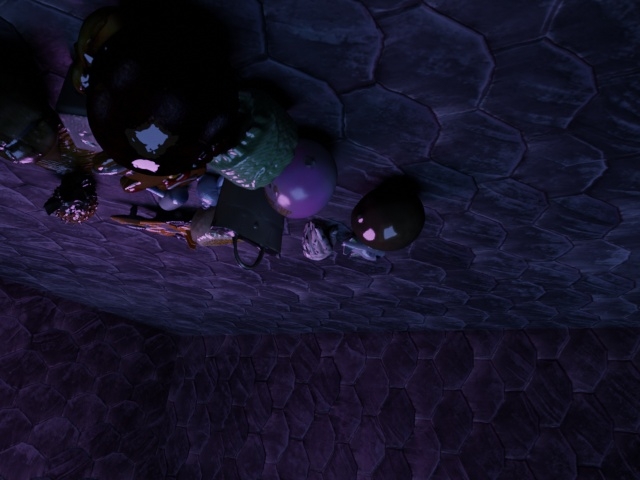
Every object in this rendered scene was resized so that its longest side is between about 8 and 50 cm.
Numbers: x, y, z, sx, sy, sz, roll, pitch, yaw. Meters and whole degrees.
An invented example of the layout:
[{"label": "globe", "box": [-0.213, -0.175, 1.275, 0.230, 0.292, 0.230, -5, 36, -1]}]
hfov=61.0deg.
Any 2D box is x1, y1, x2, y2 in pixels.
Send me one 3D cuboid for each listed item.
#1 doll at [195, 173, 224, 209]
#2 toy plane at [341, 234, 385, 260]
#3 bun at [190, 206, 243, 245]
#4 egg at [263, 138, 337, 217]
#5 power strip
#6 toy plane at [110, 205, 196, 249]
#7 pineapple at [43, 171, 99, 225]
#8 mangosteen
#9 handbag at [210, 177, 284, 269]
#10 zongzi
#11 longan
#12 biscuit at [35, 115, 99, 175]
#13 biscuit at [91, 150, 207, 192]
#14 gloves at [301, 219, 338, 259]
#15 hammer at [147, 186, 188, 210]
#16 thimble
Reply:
[{"label": "doll", "box": [-0.291, -0.159, 1.651, 0.179, 0.120, 0.075, -7, -157, -1]}, {"label": "toy plane", "box": [0.158, 0.028, 1.963, 0.174, 0.080, 0.174, 4, 159, 1]}, {"label": "bun", "box": [-0.321, -0.062, 1.768, 0.243, 0.153, 0.244, -12, 176, -1]}, {"label": "egg", "box": [-0.054, -0.152, 1.416, 0.196, 0.196, 0.271, 6, 160, 2]}, {"label": "power strip", "box": [-0.506, -0.287, 1.279, 0.140, 0.139, 0.224, 8, 158, -4]}, {"label": "toy plane", "box": [-0.577, -0.065, 1.933, 0.316, 0.103, 0.204, 18, 155, -10]}, {"label": "pineapple", "box": [-0.763, -0.126, 1.674, 0.141, 0.170, 0.310, 58, 158, -10]}, {"label": "mangosteen", "box": [-0.329, -0.290, 1.051, 0.347, 0.307, 0.307, 42, 152, -5]}, {"label": "handbag", "box": [-0.197, -0.064, 1.514, 0.109, 0.315, 0.241, -12, 151, 44]}, {"label": "zongzi", "box": [-0.657, -0.236, 1.247, 0.356, 0.174, 0.393, 33, 167, 30]}, {"label": "longan", "box": [0.197, -0.064, 1.569, 0.196, 0.197, 0.220, 22, 144, -35]}, {"label": "biscuit", "box": [-0.760, -0.268, 1.538, 0.317, 0.040, 0.318, 5, 158, 2]}, {"label": "biscuit", "box": [-0.387, -0.187, 1.407, 0.283, 0.064, 0.432, -23, 175, -5]}, {"label": "gloves", "box": [-0.003, 0.008, 1.930, 0.127, 0.111, 0.212, 9, 167, 8]}, {"label": "hammer", "box": [-0.517, -0.162, 1.705, 0.194, 0.070, 0.116, 29, 151, -35]}, {"label": "thimble", "box": [-0.169, -0.234, 1.230, 0.219, 0.219, 0.150, -8, 152, 33]}]
